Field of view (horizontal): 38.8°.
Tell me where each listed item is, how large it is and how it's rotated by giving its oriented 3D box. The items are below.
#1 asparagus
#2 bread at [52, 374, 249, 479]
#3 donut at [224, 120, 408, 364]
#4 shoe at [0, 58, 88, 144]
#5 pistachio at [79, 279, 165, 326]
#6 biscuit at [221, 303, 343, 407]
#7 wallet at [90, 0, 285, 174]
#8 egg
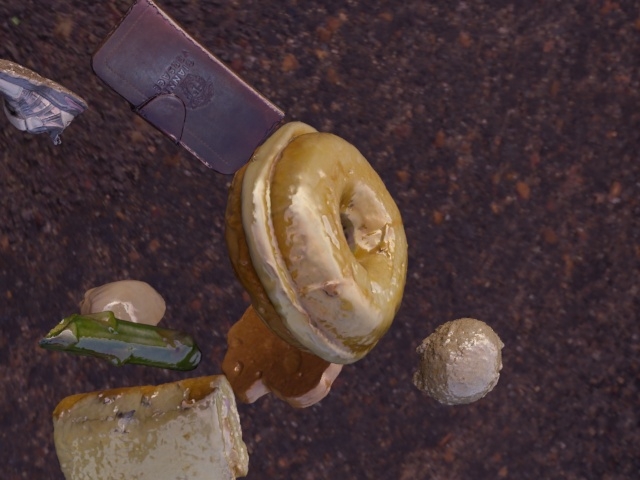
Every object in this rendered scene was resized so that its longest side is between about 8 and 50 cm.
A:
[{"bbox_3d":[-0.329,0.165,1.487,0.082,0.085,0.343,-32,151,27],"label":"asparagus"},{"bbox_3d":[-0.349,0.406,1.875,0.375,0.165,0.236,-8,103,15],"label":"bread"},{"bbox_3d":[0.000,0.000,1.593,0.198,0.449,0.449,-19,123,28],"label":"donut"},{"bbox_3d":[-0.464,-0.220,1.448,0.180,0.089,0.092,22,100,-52],"label":"shoe"},{"bbox_3d":[-0.398,0.144,1.817,0.152,0.223,0.126,29,106,8],"label":"pistachio"},{"bbox_3d":[-0.066,0.222,1.962,0.312,0.351,0.057,-15,130,20],"label":"biscuit"},{"bbox_3d":[-0.185,-0.204,1.246,0.255,0.031,0.137,39,96,-11],"label":"wallet"},{"bbox_3d":[0.206,0.181,1.345,0.140,0.118,0.116,-49,146,-4],"label":"egg"}]
